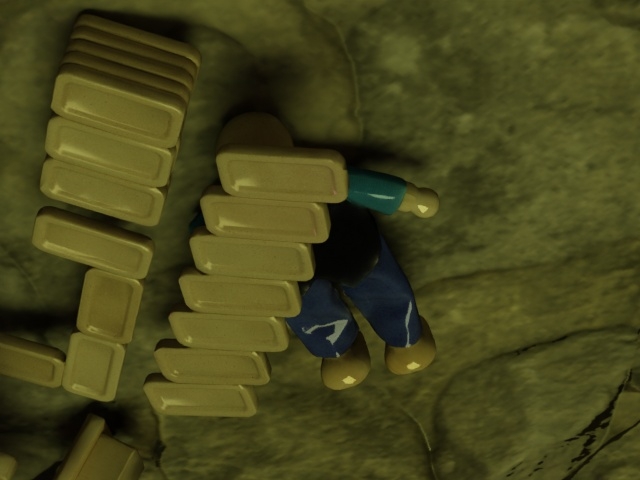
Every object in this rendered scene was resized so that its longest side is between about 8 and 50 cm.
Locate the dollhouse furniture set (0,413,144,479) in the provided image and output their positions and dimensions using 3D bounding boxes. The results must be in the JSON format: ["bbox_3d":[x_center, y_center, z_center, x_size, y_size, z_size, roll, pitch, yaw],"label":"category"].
[{"bbox_3d":[-0.262,0.172,0.943,0.173,0.355,0.303,22,156,14],"label":"dollhouse furniture set"}]

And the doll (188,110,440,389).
[{"bbox_3d":[0.000,0.000,0.968,0.129,0.046,0.189,-15,137,18],"label":"doll"}]

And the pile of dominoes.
[{"bbox_3d":[-0.100,-0.004,0.939,0.196,0.040,0.251,16,142,-3],"label":"pile of dominoes"}]
